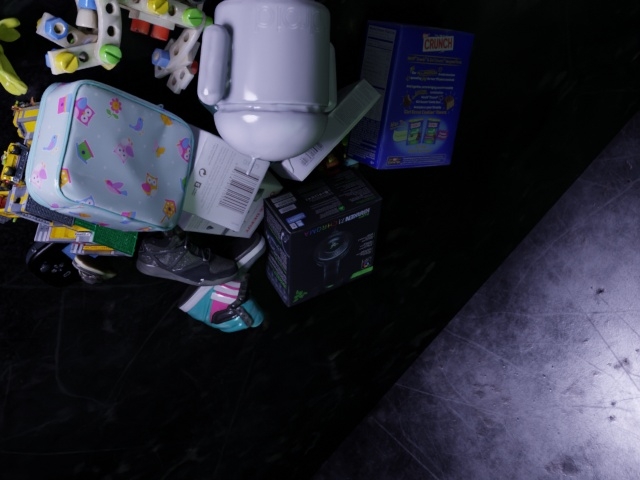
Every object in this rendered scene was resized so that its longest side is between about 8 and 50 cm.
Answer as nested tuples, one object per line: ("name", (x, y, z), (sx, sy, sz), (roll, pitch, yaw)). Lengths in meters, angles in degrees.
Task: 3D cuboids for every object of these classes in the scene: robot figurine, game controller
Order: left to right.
("game controller", (-0.441, -0.025, 1.598), (0.319, 0.067, 0.166), (-38, 149, -7))
("robot figurine", (-0.085, -0.292, 1.356), (0.299, 0.199, 0.354), (-6, 100, -40))

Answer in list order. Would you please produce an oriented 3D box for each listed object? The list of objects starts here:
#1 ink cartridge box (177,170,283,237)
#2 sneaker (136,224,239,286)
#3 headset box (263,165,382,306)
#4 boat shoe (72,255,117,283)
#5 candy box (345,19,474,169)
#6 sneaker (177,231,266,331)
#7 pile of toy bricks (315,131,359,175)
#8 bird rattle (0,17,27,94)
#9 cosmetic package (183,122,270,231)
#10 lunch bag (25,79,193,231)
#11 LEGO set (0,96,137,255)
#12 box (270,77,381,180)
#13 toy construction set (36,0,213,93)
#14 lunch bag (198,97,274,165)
("ink cartridge box", (-0.212, -0.097, 1.747), (0.217, 0.092, 0.159), (6, 125, -54))
("sneaker", (-0.288, 0.026, 1.745), (0.227, 0.087, 0.130), (13, 122, -7))
("headset box", (0.000, 0.000, 1.868), (0.246, 0.131, 0.283), (-21, 142, -22))
("boat shoe", (-0.465, 0.064, 1.597), (0.049, 0.056, 0.152), (-45, 164, 0))
("candy box", (0.209, -0.336, 1.815), (0.268, 0.122, 0.317), (-7, 115, -42))
("sneaker", (-0.191, 0.122, 1.904), (0.178, 0.124, 0.295), (40, 119, -19))
("pile of toy bricks", (0.070, -0.240, 1.899), (0.212, 0.118, 0.105), (-21, 115, -19))
("bird rattle", (-0.551, -0.271, 1.120), (0.207, 0.143, 0.253), (-36, 150, 21))
("cosmetic package", (-0.225, -0.130, 1.504), (0.151, 0.183, 0.151), (22, 93, -39))
("lunch bag", (-0.340, -0.139, 1.305), (0.279, 0.107, 0.224), (19, 73, -54))
("LEGO set", (-0.464, -0.099, 1.390), (0.331, 0.192, 0.255), (14, 79, -55))
("box", (-0.002, -0.228, 1.657), (0.232, 0.058, 0.322), (-47, -168, -2))
("toy construction set", (-0.294, -0.348, 1.286), (0.327, 0.151, 0.215), (2, 103, -60))
("lunch bag", (-0.093, -0.280, 1.600), (0.223, 0.160, 0.262), (-47, 160, 0))
